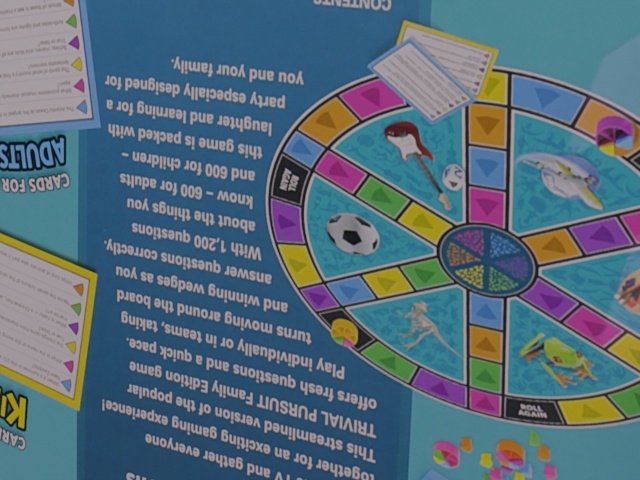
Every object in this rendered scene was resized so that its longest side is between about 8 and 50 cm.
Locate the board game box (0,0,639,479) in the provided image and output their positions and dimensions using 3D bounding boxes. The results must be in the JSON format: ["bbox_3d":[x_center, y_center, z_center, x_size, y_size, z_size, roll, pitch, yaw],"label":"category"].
[{"bbox_3d":[0.000,0.000,0.450,0.253,0.079,0.336,11,105,34],"label":"board game box"}]
